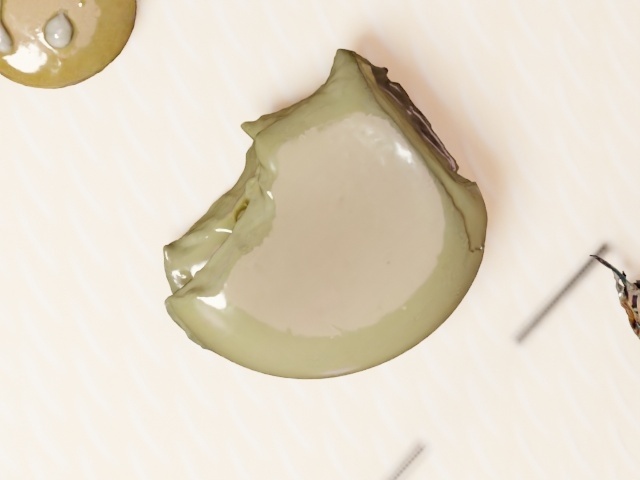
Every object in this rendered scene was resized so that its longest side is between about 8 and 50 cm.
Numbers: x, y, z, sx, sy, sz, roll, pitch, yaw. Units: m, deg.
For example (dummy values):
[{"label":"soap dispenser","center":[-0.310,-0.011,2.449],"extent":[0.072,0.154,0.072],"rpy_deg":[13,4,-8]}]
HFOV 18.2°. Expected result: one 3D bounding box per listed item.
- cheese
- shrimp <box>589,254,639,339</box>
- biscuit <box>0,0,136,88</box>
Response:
[{"label":"cheese","center":[0.000,0.000,1.215],"extent":[0.202,0.091,0.175],"rpy_deg":[-36,99,-3]},{"label":"shrimp","center":[0.249,0.065,1.276],"extent":[0.190,0.075,0.073],"rpy_deg":[39,122,-1]},{"label":"biscuit","center":[-0.257,-0.158,1.179],"extent":[0.301,0.049,0.197],"rpy_deg":[9,98,-11]}]
